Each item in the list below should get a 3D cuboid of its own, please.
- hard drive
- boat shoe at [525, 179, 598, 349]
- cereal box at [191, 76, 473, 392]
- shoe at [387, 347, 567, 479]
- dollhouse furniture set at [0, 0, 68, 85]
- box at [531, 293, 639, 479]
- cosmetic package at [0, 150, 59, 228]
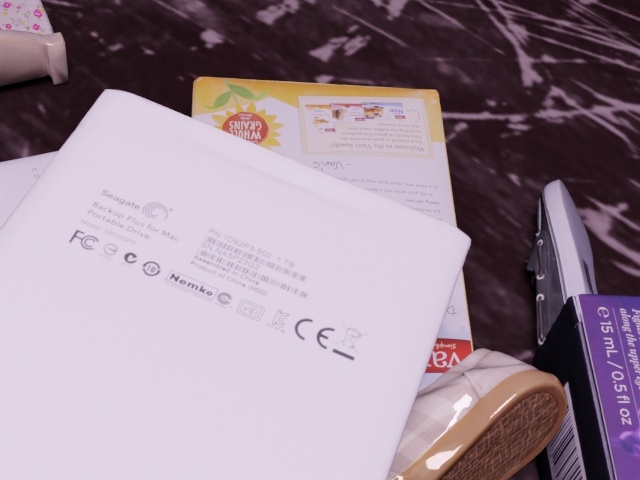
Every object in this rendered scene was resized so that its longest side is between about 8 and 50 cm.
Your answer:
[{"bbox_3d":[-0.071,0.077,0.467,0.203,0.040,0.308,22,52,4],"label":"hard drive"},{"bbox_3d":[0.152,0.019,0.709,0.040,0.049,0.142,-22,44,23],"label":"boat shoe"},{"bbox_3d":[0.000,0.000,0.698,0.172,0.047,0.240,3,54,-7],"label":"cereal box"},{"bbox_3d":[0.033,0.136,0.577,0.219,0.077,0.058,-37,45,-13],"label":"shoe"},{"bbox_3d":[-0.276,-0.169,0.705,0.355,0.174,0.303,-17,58,-20],"label":"dollhouse furniture set"},{"bbox_3d":[0.233,0.122,0.604,0.207,0.108,0.153,1,53,-7],"label":"box"},{"bbox_3d":[-0.196,0.095,0.543,0.224,0.138,0.224,-13,56,-19],"label":"cosmetic package"}]
